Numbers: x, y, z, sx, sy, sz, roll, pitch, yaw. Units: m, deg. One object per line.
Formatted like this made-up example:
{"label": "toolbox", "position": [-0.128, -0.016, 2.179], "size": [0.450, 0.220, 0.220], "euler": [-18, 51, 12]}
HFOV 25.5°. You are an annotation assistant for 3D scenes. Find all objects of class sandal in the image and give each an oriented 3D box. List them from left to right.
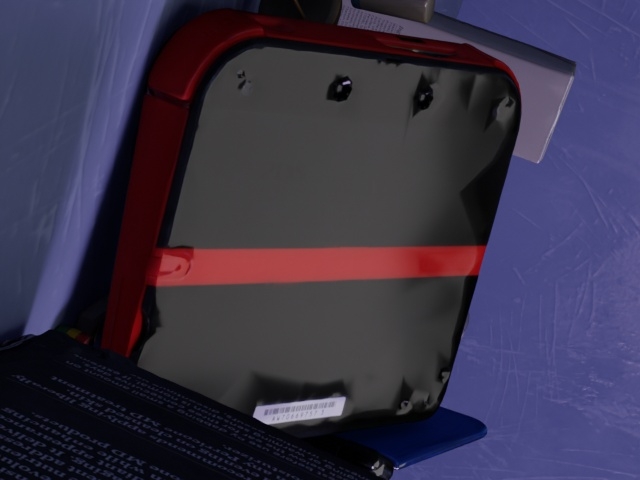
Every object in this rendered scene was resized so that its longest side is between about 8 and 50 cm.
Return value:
{"label": "sandal", "position": [-0.013, -0.236, 1.180], "size": [0.049, 0.072, 0.180], "euler": [54, 46, -57]}

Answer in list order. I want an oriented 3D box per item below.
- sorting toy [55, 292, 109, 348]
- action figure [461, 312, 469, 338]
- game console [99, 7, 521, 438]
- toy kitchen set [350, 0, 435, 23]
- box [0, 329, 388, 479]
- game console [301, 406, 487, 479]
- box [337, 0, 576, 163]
{"label": "sorting toy", "position": [-0.166, 0.106, 1.148], "size": [0.274, 0.046, 0.132], "euler": [-45, 157, -73]}
{"label": "action figure", "position": [0.056, 0.029, 1.634], "size": [0.178, 0.341, 0.330], "euler": [-35, -165, -21]}
{"label": "game console", "position": [0.000, 0.000, 1.135], "size": [0.386, 0.060, 0.342], "euler": [0, 111, -44]}
{"label": "toy kitchen set", "position": [0.056, -0.304, 1.159], "size": [0.166, 0.122, 0.207], "euler": [-66, 166, -45]}
{"label": "box", "position": [-0.187, 0.338, 0.730], "size": [0.472, 0.297, 0.480], "euler": [-17, 129, -78]}
{"label": "game console", "position": [-0.036, 0.223, 1.328], "size": [0.173, 0.293, 0.250], "euler": [37, 73, -47]}
{"label": "box", "position": [0.138, -0.189, 1.578], "size": [0.094, 0.275, 0.113], "euler": [-52, 163, -70]}
